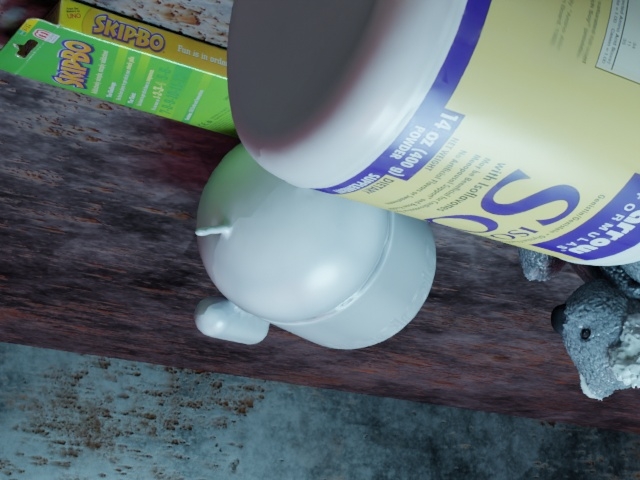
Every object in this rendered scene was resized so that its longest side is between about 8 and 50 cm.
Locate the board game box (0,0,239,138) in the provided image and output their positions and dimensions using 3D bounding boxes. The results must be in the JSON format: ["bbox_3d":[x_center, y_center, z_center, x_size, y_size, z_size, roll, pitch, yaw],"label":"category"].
[{"bbox_3d":[-0.156,-0.154,1.090,0.259,0.039,0.124,11,162,-29],"label":"board game box"}]

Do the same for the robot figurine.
[{"bbox_3d":[0.000,0.000,1.252,0.200,0.300,0.353,47,-174,25],"label":"robot figurine"}]

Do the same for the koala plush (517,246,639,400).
[{"bbox_3d":[0.339,0.068,1.360,0.203,0.221,0.196,7,163,-7],"label":"koala plush"}]

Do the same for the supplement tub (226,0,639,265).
[{"bbox_3d":[0.133,-0.117,0.765,0.331,0.241,0.241,14,161,-28],"label":"supplement tub"}]
